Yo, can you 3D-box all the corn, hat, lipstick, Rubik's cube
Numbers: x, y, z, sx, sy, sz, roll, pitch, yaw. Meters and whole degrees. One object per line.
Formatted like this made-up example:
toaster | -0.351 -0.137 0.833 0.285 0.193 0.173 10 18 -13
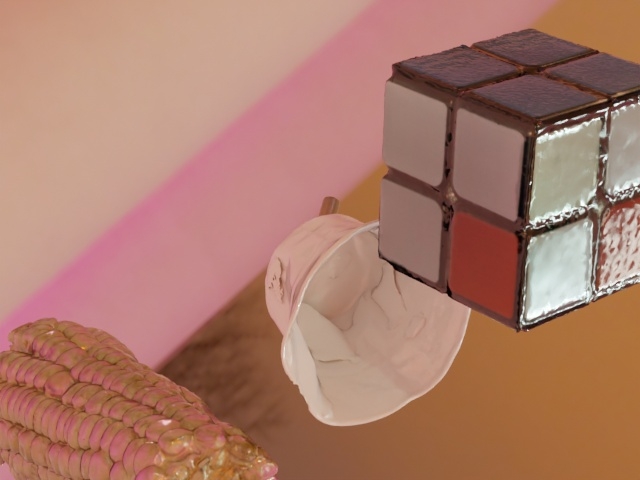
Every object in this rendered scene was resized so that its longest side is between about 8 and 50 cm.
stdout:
corn | -0.133 0.137 1.176 0.127 0.126 0.335 56 -18 -27
hat | 0.027 0.050 1.574 0.203 0.203 0.126 58 -10 -34
lipstick | 0.000 0.000 1.703 0.019 0.094 0.019 12 -31 7
Rubik's cube | 0.166 -0.054 1.411 0.167 0.183 0.180 28 -56 44
